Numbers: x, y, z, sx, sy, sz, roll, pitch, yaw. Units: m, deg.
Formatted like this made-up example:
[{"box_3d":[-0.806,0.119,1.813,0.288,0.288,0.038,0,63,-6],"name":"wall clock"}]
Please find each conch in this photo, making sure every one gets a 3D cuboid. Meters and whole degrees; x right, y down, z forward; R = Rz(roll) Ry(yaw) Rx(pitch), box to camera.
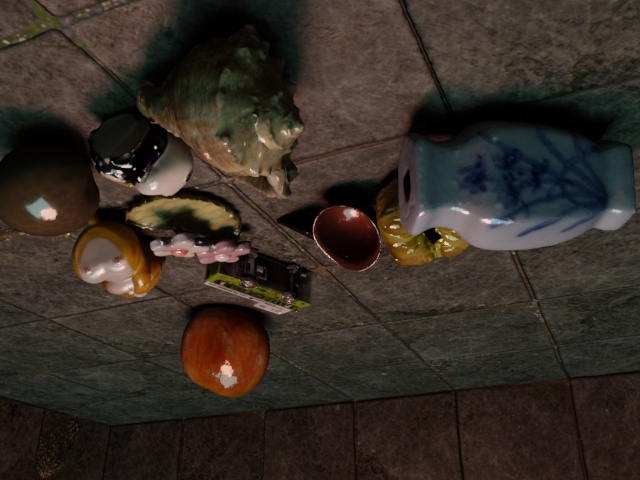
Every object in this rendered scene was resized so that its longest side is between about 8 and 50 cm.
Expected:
[{"box_3d":[-0.135,-0.206,1.066,0.210,0.352,0.297,-45,138,-9],"name":"conch"}]

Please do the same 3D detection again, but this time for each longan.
[{"box_3d":[-0.533,-0.099,1.282,0.198,0.198,0.212,-3,168,6],"name":"longan"}]

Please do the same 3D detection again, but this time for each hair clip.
[{"box_3d":[-0.282,0.013,1.552,0.257,0.075,0.146,19,144,-41],"name":"hair clip"}]

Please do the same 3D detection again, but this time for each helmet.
[{"box_3d":[0.075,-0.028,1.483,0.155,0.106,0.175,-16,114,31],"name":"helmet"}]

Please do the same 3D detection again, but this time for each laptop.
[{"box_3d":[0.000,0.000,1.582,0.197,0.016,0.135,24,179,-37],"name":"laptop"}]

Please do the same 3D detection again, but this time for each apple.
[{"box_3d":[-0.303,0.367,2.112,0.301,0.301,0.301,0,153,0],"name":"apple"}]

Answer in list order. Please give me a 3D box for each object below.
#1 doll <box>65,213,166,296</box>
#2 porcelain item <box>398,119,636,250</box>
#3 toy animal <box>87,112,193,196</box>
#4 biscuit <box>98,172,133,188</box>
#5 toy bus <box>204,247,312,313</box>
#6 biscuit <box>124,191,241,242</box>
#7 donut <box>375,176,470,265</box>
[{"box_3d":[-0.486,0.050,1.599,0.167,0.162,0.269,-11,150,5],"name":"doll"},{"box_3d":[0.356,-0.103,1.217,0.405,0.242,0.178,0,172,-5],"name":"porcelain item"},{"box_3d":[-0.320,-0.147,1.213,0.138,0.166,0.179,-43,139,10],"name":"toy animal"},{"box_3d":[-0.409,-0.140,1.378,0.083,0.018,0.081,24,145,-38],"name":"biscuit"},{"box_3d":[-0.171,0.106,1.775,0.302,0.113,0.139,24,145,-35],"name":"toy bus"},{"box_3d":[-0.299,-0.058,1.524,0.273,0.036,0.187,15,150,-27],"name":"biscuit"},{"box_3d":[0.231,-0.047,1.431,0.208,0.128,0.261,-14,151,8],"name":"donut"}]
